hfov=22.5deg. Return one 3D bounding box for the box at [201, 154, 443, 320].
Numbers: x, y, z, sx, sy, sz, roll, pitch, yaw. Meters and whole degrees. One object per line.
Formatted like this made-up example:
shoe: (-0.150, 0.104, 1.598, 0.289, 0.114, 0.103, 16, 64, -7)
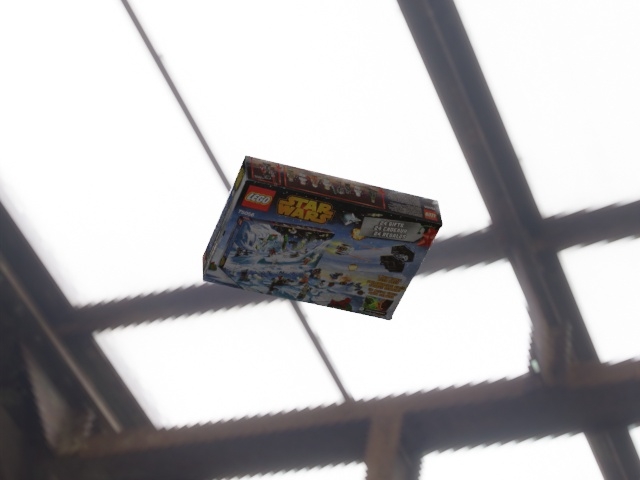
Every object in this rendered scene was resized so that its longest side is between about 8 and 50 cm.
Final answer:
box: (0.000, 0.000, 1.061, 0.137, 0.094, 0.027, 13, -140, -17)
